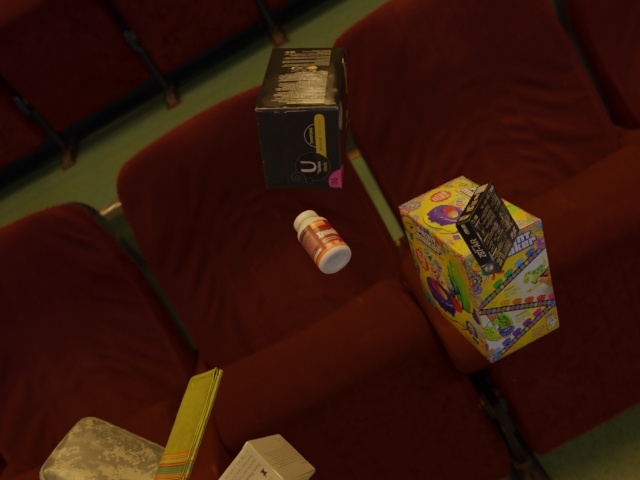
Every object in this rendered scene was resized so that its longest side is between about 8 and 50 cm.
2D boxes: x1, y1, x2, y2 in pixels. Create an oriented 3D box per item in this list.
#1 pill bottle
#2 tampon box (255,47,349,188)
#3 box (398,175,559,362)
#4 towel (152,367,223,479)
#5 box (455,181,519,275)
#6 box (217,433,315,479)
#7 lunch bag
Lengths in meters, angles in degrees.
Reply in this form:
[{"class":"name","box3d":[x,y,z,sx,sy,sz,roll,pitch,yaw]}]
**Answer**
[{"class":"pill bottle","box3d":[0.000,0.000,1.474,0.086,0.086,0.152,-35,56,-5]},{"class":"tampon box","box3d":[-0.017,-0.161,0.810,0.101,0.120,0.161,0,43,6]},{"class":"box","box3d":[0.340,0.052,1.356,0.177,0.279,0.290,-25,29,-9]},{"class":"towel","box3d":[-0.238,0.337,1.080,0.102,0.021,0.237,-24,39,40]},{"class":"box","box3d":[0.177,-0.014,0.654,0.018,0.067,0.083,-21,20,42]},{"class":"box","box3d":[-0.130,0.514,1.280,0.119,0.182,0.181,38,91,21]},{"class":"lunch bag","box3d":[-0.525,0.623,1.568,0.305,0.256,0.212,18,41,11]}]
